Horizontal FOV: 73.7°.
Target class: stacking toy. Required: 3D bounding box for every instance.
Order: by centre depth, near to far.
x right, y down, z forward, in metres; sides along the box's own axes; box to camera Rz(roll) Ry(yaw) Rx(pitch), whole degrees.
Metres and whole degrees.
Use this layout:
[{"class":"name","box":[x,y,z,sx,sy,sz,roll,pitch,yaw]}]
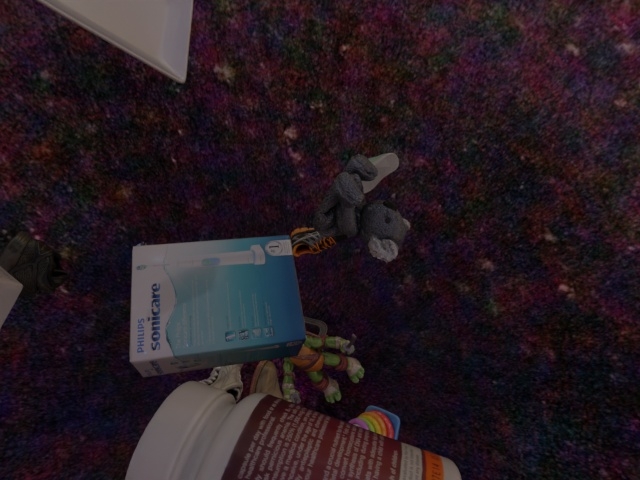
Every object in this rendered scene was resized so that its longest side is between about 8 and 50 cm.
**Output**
[{"class":"stacking toy","box":[0.155,0.722,1.592,0.165,0.301,0.175,7,79,38]}]

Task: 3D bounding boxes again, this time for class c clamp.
[{"class":"c clamp","box":[-0.046,0.325,1.463,0.160,0.022,0.137,15,57,24]}]

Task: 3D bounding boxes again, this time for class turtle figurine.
[{"class":"turtle figurine","box":[0.009,0.340,1.075,0.274,0.266,0.198,4,62,42]}]

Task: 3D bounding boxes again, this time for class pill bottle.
[{"class":"pill bottle","box":[-0.035,0.341,0.567,0.391,0.224,0.224,16,71,11]}]

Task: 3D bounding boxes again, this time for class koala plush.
[{"class":"koala plush","box":[0.112,-0.055,1.034,0.221,0.203,0.196,32,36,0]}]

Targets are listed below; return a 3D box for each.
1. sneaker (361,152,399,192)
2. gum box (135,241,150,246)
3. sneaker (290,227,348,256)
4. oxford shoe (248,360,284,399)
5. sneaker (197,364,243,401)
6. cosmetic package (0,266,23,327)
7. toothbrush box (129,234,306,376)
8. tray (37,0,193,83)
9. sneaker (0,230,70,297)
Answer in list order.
[{"class":"sneaker","box":[0.141,-0.223,1.501,0.255,0.151,0.094,-30,104,-25]},{"class":"gum box","box":[-0.547,0.109,1.461,0.041,0.184,0.157,-28,59,7]},{"class":"sneaker","box":[0.000,0.000,1.323,0.214,0.084,0.083,-15,45,28]},{"class":"oxford shoe","box":[-0.141,0.562,1.425,0.146,0.397,0.140,7,29,22]},{"class":"sneaker","box":[-0.277,0.426,1.264,0.118,0.292,0.110,4,104,10]},{"class":"cosmetic package","box":[-0.543,0.046,0.502,0.224,0.224,0.138,25,86,26]},{"class":"toothbrush box","box":[-0.192,0.119,0.806,0.295,0.126,0.217,-5,62,-15]},{"class":"tray","box":[-0.262,-0.290,0.459,0.030,0.270,0.145,-12,69,37]},{"class":"sneaker","box":[-0.629,0.101,0.904,0.130,0.087,0.228,34,100,-25]}]
